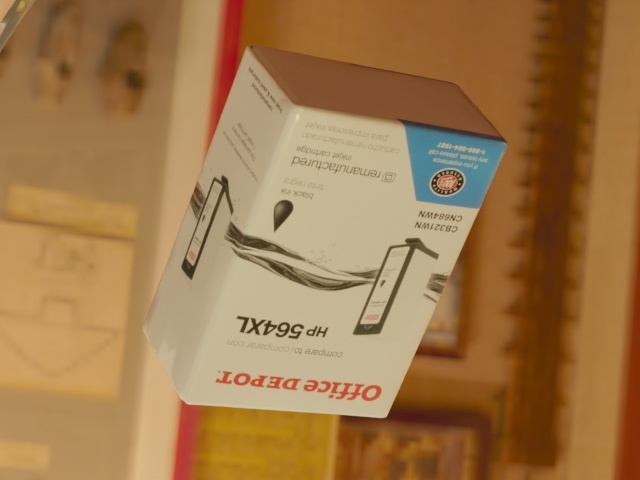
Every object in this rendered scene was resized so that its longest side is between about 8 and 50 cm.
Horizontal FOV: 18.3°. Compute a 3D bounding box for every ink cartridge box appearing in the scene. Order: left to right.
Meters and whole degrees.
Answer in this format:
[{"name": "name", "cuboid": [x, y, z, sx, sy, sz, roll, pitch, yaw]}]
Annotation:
[{"name": "ink cartridge box", "cuboid": [0.000, 0.000, 1.188, 0.148, 0.203, 0.086, 7, -152, -29]}]

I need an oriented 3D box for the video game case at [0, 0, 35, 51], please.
[{"name": "video game case", "cuboid": [-0.170, -0.075, 0.759, 0.022, 0.173, 0.190, 38, -170, 10]}]
